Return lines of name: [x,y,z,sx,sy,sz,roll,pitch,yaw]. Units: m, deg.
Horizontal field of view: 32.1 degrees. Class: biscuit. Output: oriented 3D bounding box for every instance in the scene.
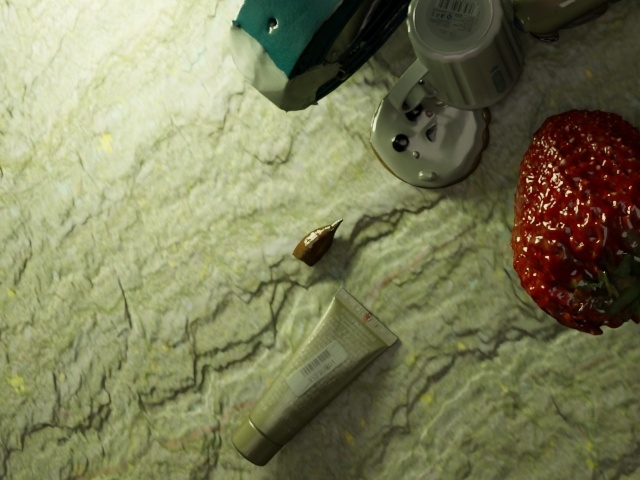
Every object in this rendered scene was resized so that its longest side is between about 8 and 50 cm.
biscuit: [0.179,-0.178,1.878,0.208,0.049,0.181,12,97,19]

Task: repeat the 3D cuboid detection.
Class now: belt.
belt: [0.036,-0.408,1.781,0.173,0.300,0.436,43,108,14]

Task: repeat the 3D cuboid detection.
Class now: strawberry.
strawberry: [0.413,-0.046,1.697,0.312,0.267,0.351,-36,56,25]

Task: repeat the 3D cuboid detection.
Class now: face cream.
face cream: [-0.022,0.254,1.979,0.137,0.084,0.341,42,99,12]

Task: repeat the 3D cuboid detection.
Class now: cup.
cup: [0.215,-0.291,1.746,0.167,0.202,0.221,20,84,20]

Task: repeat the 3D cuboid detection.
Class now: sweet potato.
sweet potato: [0.000,0.000,1.959,0.117,0.049,0.049,-44,78,22]

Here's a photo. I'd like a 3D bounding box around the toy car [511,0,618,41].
toy car: [0.417,-0.468,1.666,0.336,0.226,0.242,-20,87,20]
